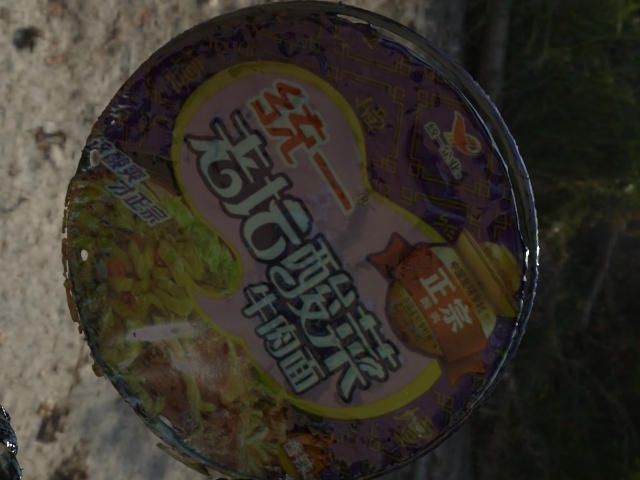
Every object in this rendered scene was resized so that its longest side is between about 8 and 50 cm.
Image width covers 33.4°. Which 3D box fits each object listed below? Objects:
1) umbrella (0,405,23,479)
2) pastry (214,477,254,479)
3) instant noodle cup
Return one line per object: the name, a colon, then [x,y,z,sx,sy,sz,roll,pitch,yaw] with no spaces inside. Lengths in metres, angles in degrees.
umbrella: [-0.325,0.191,1.045,0.071,0.248,0.071,-1,91,-27]
pastry: [-0.052,0.262,0.668,0.235,0.132,0.240,-45,122,-36]
instant noodle cup: [0.000,0.000,0.846,0.266,0.340,0.340,-17,116,-80]
